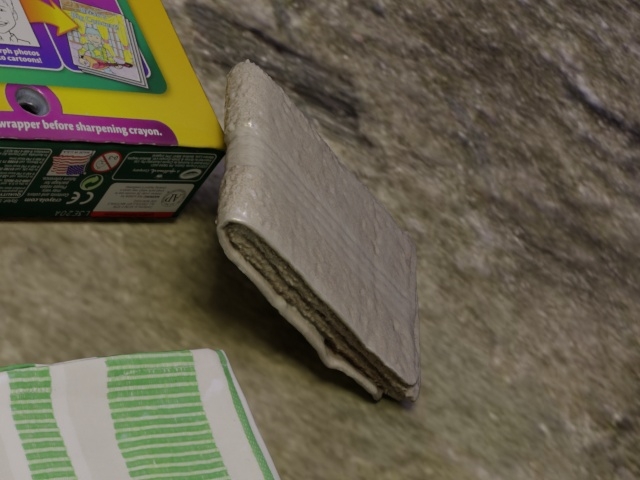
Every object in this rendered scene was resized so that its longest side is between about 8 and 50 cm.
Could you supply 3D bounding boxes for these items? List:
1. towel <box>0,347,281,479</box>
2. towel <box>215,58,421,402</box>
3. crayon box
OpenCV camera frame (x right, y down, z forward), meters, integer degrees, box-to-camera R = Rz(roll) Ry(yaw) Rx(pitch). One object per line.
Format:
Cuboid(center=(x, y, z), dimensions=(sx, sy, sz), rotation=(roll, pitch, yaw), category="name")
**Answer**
Cuboid(center=(-0.155, 0.183, 1.329), dimensions=(0.325, 0.038, 0.248), rotation=(0, 55, -43), category="towel")
Cuboid(center=(0.000, 0.000, 1.562), dimensions=(0.282, 0.049, 0.187), rotation=(48, 29, -39), category="towel")
Cuboid(center=(-0.291, -0.169, 1.499), dimensions=(0.363, 0.106, 0.313), rotation=(0, 52, -41), category="crayon box")
